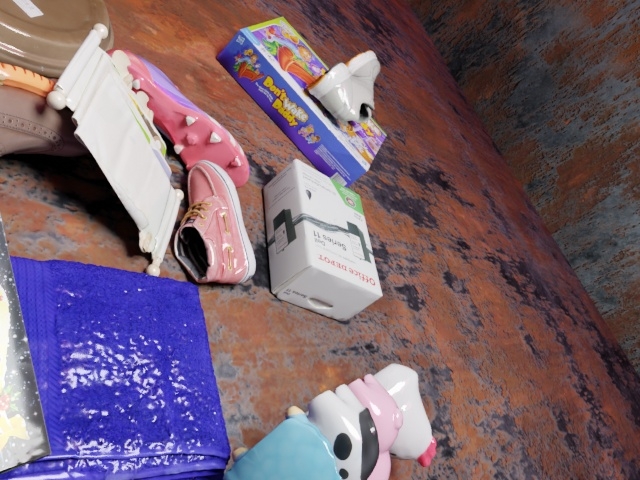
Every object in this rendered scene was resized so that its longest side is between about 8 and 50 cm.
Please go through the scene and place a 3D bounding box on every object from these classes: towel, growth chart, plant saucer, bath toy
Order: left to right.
[{"bbox_3d":[-0.387,-0.325,0.642,0.278,0.041,0.278,34,36,-29],"label":"plant saucer"},{"bbox_3d":[-0.214,0.104,0.400,0.308,0.076,0.228,17,47,-45],"label":"towel"},{"bbox_3d":[-0.208,-0.099,0.560,0.172,0.021,0.237,-88,165,-51],"label":"growth chart"},{"bbox_3d":[0.037,0.231,0.547,0.129,0.151,0.348,53,19,19],"label":"bath toy"}]

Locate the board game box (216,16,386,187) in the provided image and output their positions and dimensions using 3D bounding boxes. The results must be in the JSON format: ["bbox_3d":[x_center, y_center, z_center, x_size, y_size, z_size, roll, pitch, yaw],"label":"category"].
[{"bbox_3d":[-0.022,-0.290,1.055,0.347,0.078,0.233,46,31,-11],"label":"board game box"}]

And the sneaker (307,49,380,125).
[{"bbox_3d":[0.070,-0.301,1.037,0.121,0.099,0.262,56,38,-10],"label":"sneaker"}]

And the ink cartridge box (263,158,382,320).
[{"bbox_3d":[0.000,0.000,0.781,0.153,0.087,0.208,25,41,-37],"label":"ink cartridge box"}]

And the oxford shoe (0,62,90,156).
[{"bbox_3d":[-0.340,-0.086,0.421,0.363,0.129,0.133,-7,95,-62],"label":"oxford shoe"}]

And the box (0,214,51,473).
[{"bbox_3d":[-0.263,0.034,0.282,0.159,0.044,0.233,-5,69,-50],"label":"box"}]

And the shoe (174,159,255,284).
[{"bbox_3d":[-0.144,-0.028,0.638,0.081,0.063,0.178,4,59,-58],"label":"shoe"}]

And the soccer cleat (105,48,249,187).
[{"bbox_3d":[-0.194,-0.171,0.709,0.248,0.083,0.095,37,29,-19],"label":"soccer cleat"}]
